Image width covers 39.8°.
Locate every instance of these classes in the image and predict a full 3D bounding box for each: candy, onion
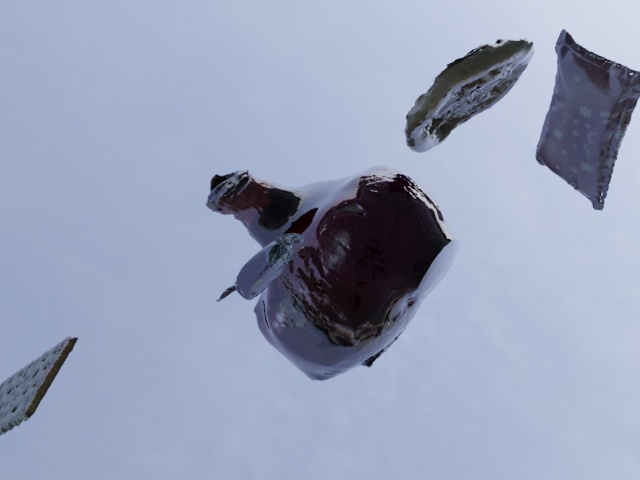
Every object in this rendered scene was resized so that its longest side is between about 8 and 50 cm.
[{"bbox_3d":[-0.078,0.040,1.153,0.045,0.175,0.043,-7,-116,-43],"label":"candy"},{"bbox_3d":[0.000,0.000,1.518,0.420,0.398,0.398,43,-121,7],"label":"onion"}]

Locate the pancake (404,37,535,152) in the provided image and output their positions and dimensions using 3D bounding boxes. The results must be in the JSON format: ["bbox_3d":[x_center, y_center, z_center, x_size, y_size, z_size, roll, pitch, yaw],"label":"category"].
[{"bbox_3d":[0.245,-0.246,1.474,0.282,0.282,0.049,-30,-103,-31],"label":"pancake"}]

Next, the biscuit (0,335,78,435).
[{"bbox_3d":[-0.392,0.205,1.079,0.016,0.231,0.139,45,-147,-21],"label":"biscuit"}]

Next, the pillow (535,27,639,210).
[{"bbox_3d":[0.270,-0.122,0.916,0.043,0.185,0.118,-24,-130,-22],"label":"pillow"}]
